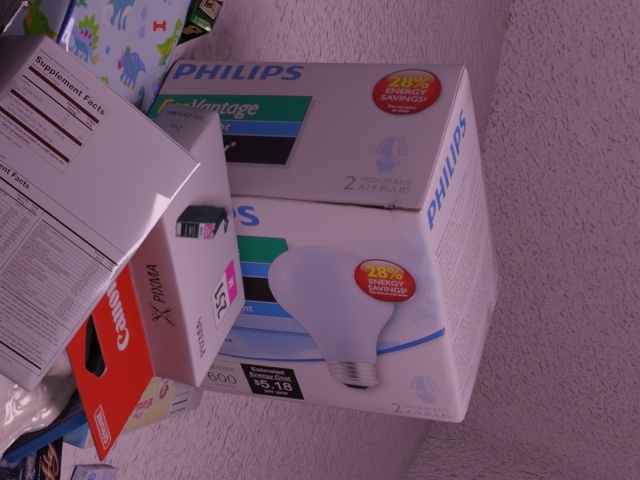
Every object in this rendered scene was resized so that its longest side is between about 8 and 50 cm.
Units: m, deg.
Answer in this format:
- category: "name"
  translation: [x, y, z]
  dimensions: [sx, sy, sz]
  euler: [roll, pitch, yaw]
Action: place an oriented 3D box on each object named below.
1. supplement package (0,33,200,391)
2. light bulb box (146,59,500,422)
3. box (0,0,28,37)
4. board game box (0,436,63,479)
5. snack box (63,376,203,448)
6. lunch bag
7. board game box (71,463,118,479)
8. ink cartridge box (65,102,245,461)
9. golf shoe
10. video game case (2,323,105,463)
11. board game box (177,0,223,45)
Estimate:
- category: "supplement package"
  translation: [-0.233, -0.028, 0.900]
  dimensions: [0.149, 0.194, 0.203]
  euler: [40, 80, -26]
- category: "light bulb box"
  translation: [0.000, 0.000, 1.396]
  dimensions: [0.361, 0.358, 0.225]
  euler: [73, 29, -45]
- category: "box"
  translation: [-0.323, -0.188, 0.695]
  dimensions: [0.318, 0.097, 0.395]
  euler: [-58, 160, -13]
- category: "board game box"
  translation: [-0.324, 0.316, 1.238]
  dimensions: [0.165, 0.042, 0.243]
  euler: [42, 48, -72]
- category: "snack box"
  translation: [-0.215, 0.135, 1.492]
  dimensions: [0.322, 0.060, 0.187]
  euler: [-2, 108, -72]
- category: "lunch bag"
  translation: [-0.204, -0.215, 1.114]
  dimensions: [0.219, 0.090, 0.176]
  euler: [24, 85, -73]
- category: "board game box"
  translation: [-0.294, 0.326, 1.515]
  dimensions: [0.090, 0.020, 0.090]
  euler: [-68, 163, -4]
- category: "ink cartridge box"
  translation: [-0.154, 0.047, 1.152]
  dimensions: [0.275, 0.060, 0.239]
  euler: [86, 22, -45]
- category: "golf shoe"
  translation: [-0.311, 0.131, 1.111]
  dimensions: [0.140, 0.115, 0.306]
  euler: [83, 29, -47]
- category: "video game case"
  translation: [-0.257, 0.139, 1.227]
  dimensions: [0.015, 0.119, 0.166]
  euler: [44, 32, -26]
- category: "board game box"
  translation: [-0.103, -0.329, 1.282]
  dimensions: [0.136, 0.030, 0.260]
  euler: [3, -112, 61]
